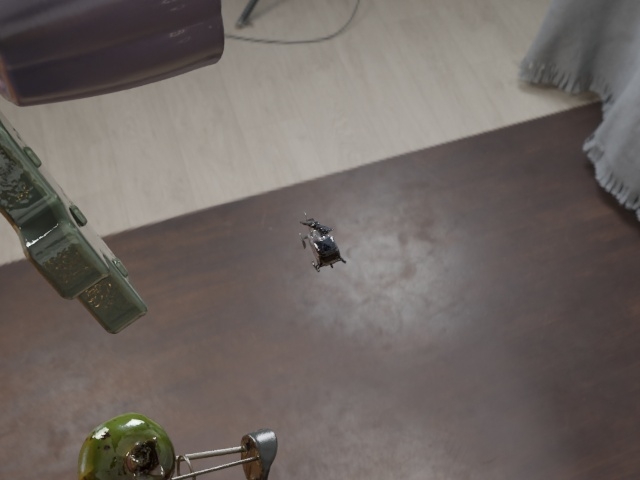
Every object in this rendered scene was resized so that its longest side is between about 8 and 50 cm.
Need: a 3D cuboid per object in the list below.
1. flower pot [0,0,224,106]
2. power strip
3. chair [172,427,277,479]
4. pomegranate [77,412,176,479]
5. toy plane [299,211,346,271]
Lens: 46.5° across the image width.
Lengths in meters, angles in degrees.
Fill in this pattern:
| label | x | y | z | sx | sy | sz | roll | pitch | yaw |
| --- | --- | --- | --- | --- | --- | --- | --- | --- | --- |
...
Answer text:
| label | x | y | z | sx | sy | sz | roll | pitch | yaw |
| --- | --- | --- | --- | --- | --- | --- | --- | --- | --- |
| flower pot | -0.278 | -0.280 | 0.837 | 0.243 | 0.265 | 0.265 | -28 | 61 | -21 |
| power strip | -0.261 | -0.010 | 0.738 | 0.059 | 0.264 | 0.194 | -36 | 32 | -10 |
| chair | -0.169 | 0.367 | 1.158 | 0.222 | 0.104 | 0.095 | -11 | 101 | -28 |
| pomegranate | -0.243 | 0.294 | 0.992 | 0.159 | 0.129 | 0.129 | -8 | 51 | 35 |
| toy plane | 0.000 | 0.001 | 1.260 | 0.054 | 0.197 | 0.078 | -19 | 104 | -6 |
